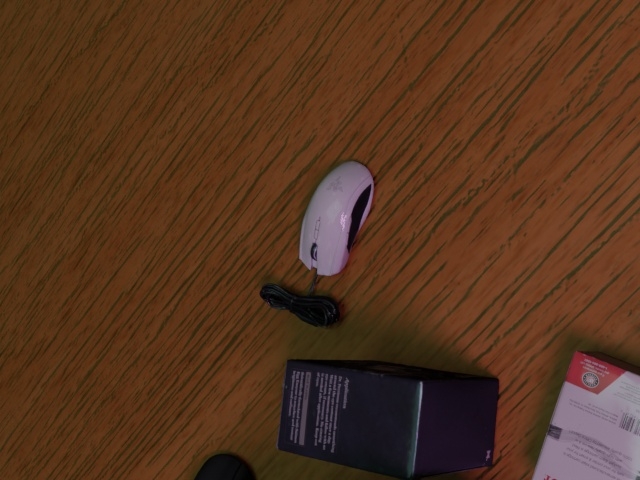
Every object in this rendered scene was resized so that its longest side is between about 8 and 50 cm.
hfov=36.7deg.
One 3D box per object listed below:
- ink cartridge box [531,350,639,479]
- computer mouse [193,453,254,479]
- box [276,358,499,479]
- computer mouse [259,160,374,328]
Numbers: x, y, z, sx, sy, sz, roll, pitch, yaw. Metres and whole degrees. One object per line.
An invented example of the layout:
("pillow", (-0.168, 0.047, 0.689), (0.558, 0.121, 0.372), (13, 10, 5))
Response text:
("ink cartridge box", (0.260, 0.178, 0.862), (0.099, 0.056, 0.135), (22, 98, 37))
("computer mouse", (-0.093, 0.384, 1.104), (0.184, 0.060, 0.262), (-2, 84, 38))
("box", (0.069, 0.170, 0.945), (0.158, 0.156, 0.093), (4, 87, 37))
("computer mouse", (0.000, 0.000, 1.085), (0.106, 0.042, 0.193), (26, 101, 37))
